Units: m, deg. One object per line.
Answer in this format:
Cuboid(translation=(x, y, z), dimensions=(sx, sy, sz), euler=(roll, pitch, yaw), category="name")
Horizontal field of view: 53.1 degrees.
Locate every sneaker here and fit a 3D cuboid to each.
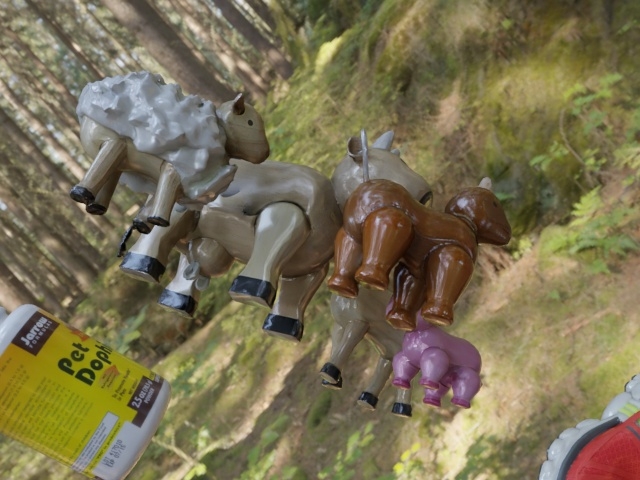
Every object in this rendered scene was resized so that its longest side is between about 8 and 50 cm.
Cuboid(translation=(0.259, 0.173, 0.473), dimensions=(0.279, 0.107, 0.118), euler=(-31, 13, -35), category="sneaker")

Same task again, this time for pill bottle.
Cuboid(translation=(-0.265, 0.142, 0.629), dimensions=(0.117, 0.215, 0.117), euler=(-53, 13, 18), category="pill bottle")

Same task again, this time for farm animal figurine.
Cuboid(translation=(0.000, 0.000, 0.521), dimensions=(0.330, 0.327, 0.172), euler=(95, -166, -64), category="farm animal figurine")
